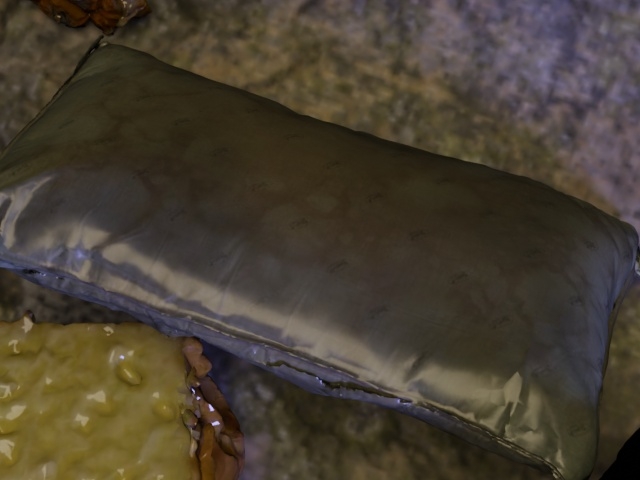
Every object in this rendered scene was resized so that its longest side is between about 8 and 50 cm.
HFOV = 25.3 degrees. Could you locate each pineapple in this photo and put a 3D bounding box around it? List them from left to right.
[{"bbox_3d":[-0.125,-0.164,0.703,0.114,0.114,0.077,34,65,4],"label":"pineapple"}]

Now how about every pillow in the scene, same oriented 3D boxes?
[{"bbox_3d":[0.000,0.000,0.642,0.302,0.075,0.185,20,38,7],"label":"pillow"}]

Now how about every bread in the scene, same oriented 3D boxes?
[{"bbox_3d":[-0.119,0.169,0.610,0.160,0.147,0.260,0,54,10],"label":"bread"}]

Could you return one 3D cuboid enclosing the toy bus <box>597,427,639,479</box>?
[{"bbox_3d":[0.228,0.255,0.546,0.386,0.171,0.162,39,119,15],"label":"toy bus"}]
